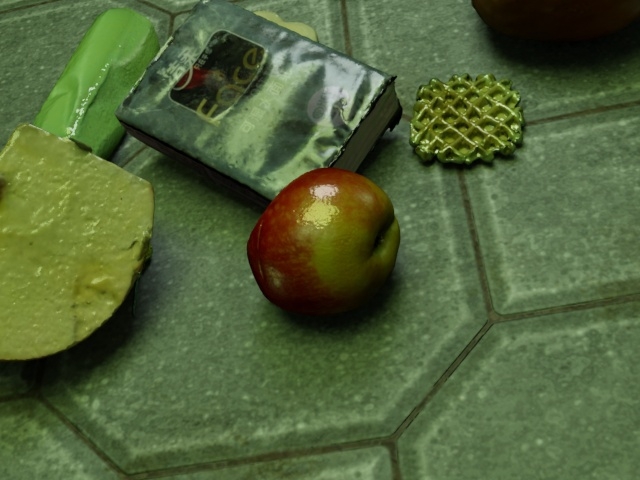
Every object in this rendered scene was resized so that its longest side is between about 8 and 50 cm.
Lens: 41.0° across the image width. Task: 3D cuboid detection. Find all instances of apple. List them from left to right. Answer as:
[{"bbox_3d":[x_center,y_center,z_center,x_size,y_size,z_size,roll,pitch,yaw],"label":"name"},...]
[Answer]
[{"bbox_3d":[-0.396,0.013,1.161,0.314,0.252,0.309,19,80,35],"label":"apple"}]

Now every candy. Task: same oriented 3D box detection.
[{"bbox_3d":[-0.384,-0.246,1.437,0.142,0.132,0.343,12,55,5],"label":"candy"},{"bbox_3d":[-0.265,0.052,1.231,0.035,0.035,0.123,-26,51,37],"label":"candy"}]

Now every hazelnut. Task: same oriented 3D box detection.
[{"bbox_3d":[0.379,-0.463,1.292,0.372,0.315,0.372,-30,41,30],"label":"hazelnut"}]

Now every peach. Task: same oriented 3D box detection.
[{"bbox_3d":[0.000,0.000,1.098,0.192,0.190,0.190,2,53,22],"label":"peach"}]

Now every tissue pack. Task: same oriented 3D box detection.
[{"bbox_3d":[-0.094,-0.193,1.278,0.361,0.122,0.259,30,75,22],"label":"tissue pack"}]

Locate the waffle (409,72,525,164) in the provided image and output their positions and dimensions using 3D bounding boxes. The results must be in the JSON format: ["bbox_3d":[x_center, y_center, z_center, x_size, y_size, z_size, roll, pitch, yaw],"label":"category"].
[{"bbox_3d":[0.218,-0.183,1.277,0.169,0.036,0.183,0,54,12],"label":"waffle"}]

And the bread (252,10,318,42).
[{"bbox_3d":[-0.140,-0.287,1.452,0.316,0.054,0.316,-8,52,11],"label":"bread"}]
